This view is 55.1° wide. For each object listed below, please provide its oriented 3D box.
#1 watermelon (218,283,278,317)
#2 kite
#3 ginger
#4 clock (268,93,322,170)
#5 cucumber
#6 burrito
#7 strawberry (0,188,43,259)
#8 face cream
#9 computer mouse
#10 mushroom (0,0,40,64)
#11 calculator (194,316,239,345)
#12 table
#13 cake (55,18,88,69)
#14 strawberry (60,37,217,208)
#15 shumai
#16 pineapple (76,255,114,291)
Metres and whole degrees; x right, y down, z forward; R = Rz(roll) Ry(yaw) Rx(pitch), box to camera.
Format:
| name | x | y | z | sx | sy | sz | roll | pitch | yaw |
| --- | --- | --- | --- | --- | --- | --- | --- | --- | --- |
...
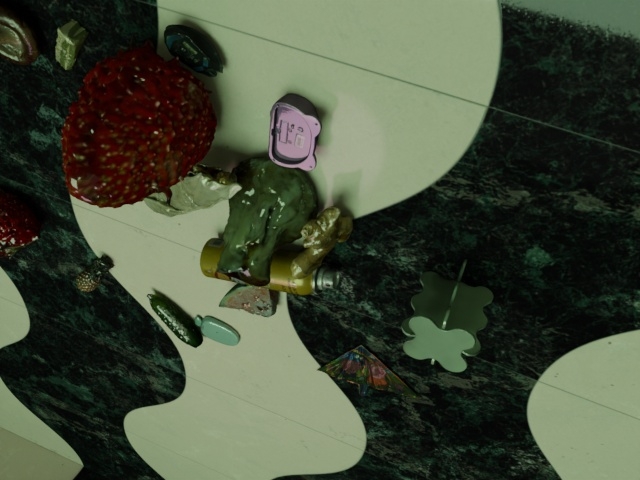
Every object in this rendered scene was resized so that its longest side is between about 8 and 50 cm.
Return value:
| name | x | y | z | sx | sy | sz | roll | pitch | yaw |
| --- | --- | --- | --- | --- | --- | --- | --- | --- | --- |
| watermelon | -0.174 | 0.151 | 1.648 | 0.187 | 0.071 | 0.139 | -24 | 123 | 32 |
| kite | 0.128 | 0.366 | 1.722 | 0.321 | 0.016 | 0.234 | 10 | 132 | 19 |
| ginger | -0.009 | 0.004 | 1.358 | 0.214 | 0.133 | 0.059 | -45 | 63 | 19 |
| clock | -0.046 | -0.218 | 1.244 | 0.110 | 0.050 | 0.153 | 20 | 136 | 10 |
| cucumber | -0.444 | 0.242 | 1.875 | 0.227 | 0.069 | 0.069 | 48 | 134 | -13 |
| burrito | -0.312 | -0.113 | 1.412 | 0.117 | 0.076 | 0.392 | 38 | 155 | -27 |
| strawberry | -0.920 | -0.052 | 1.782 | 0.202 | 0.184 | 0.187 | 65 | 167 | -4 |
| face cream | -0.122 | 0.068 | 1.511 | 0.348 | 0.105 | 0.105 | 9 | 133 | 20 |
| computer mouse | -0.246 | -0.377 | 1.207 | 0.135 | 0.047 | 0.079 | 39 | 149 | -26 |
| mushroom | -0.741 | -0.435 | 1.291 | 0.227 | 0.218 | 0.148 | 32 | 138 | -2 |
| calculator | -0.316 | 0.274 | 1.865 | 0.153 | 0.021 | 0.095 | 23 | 136 | 3 |
| table | 0.273 | 0.149 | 1.307 | 0.166 | 0.198 | 0.167 | 15 | 134 | 16 |
| cake | -0.545 | -0.425 | 1.339 | 0.051 | 0.055 | 0.140 | 41 | 153 | -13 |
| strawberry | -0.349 | -0.195 | 1.206 | 0.292 | 0.344 | 0.292 | 2 | 148 | 1 |
| shumai | -0.133 | -0.038 | 1.352 | 0.222 | 0.204 | 0.272 | 11 | 130 | 17 |
| pineapple | -0.685 | 0.099 | 1.871 | 0.074 | 0.074 | 0.159 | 43 | 127 | -14 |
